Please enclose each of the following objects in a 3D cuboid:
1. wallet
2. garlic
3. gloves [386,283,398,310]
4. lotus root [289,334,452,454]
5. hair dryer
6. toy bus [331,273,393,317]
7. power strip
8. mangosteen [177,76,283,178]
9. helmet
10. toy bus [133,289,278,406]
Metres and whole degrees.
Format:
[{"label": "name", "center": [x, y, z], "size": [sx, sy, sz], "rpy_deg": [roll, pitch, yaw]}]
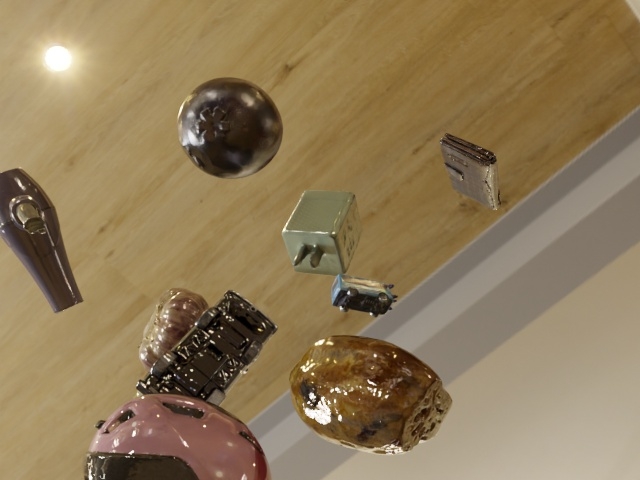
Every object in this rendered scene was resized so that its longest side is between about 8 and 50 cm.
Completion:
[{"label": "wallet", "center": [0.322, -0.141, 1.259], "size": [0.124, 0.230, 0.042], "rpy_deg": [33, -95, 27]}, {"label": "garlic", "center": [-0.357, 0.234, 1.500], "size": [0.160, 0.245, 0.245], "rpy_deg": [25, -71, -14]}, {"label": "gloves", "center": [0.133, 0.127, 1.349], "size": [0.086, 0.026, 0.064], "rpy_deg": [1, -98, 5]}, {"label": "lotus root", "center": [0.062, 0.254, 0.973], "size": [0.193, 0.291, 0.193], "rpy_deg": [-7, -79, -44]}, {"label": "hair dryer", "center": [-0.531, -0.004, 1.103], "size": [0.121, 0.361, 0.301], "rpy_deg": [-26, -83, -23]}, {"label": "toy bus", "center": [0.059, 0.077, 0.849], "size": [0.083, 0.046, 0.038], "rpy_deg": [12, -51, -16]}, {"label": "power strip", "center": [0.000, 0.000, 1.409], "size": [0.139, 0.224, 0.140], "rpy_deg": [5, -45, 21]}, {"label": "mangosteen", "center": [-0.163, -0.205, 1.122], "size": [0.194, 0.230, 0.194], "rpy_deg": [0, -90, 6]}, {"label": "helmet", "center": [-0.173, 0.278, 0.772], "size": [0.253, 0.198, 0.154], "rpy_deg": [7, -110, -23]}, {"label": "toy bus", "center": [-0.233, 0.259, 1.194], "size": [0.143, 0.305, 0.179], "rpy_deg": [37, -49, 2]}]
